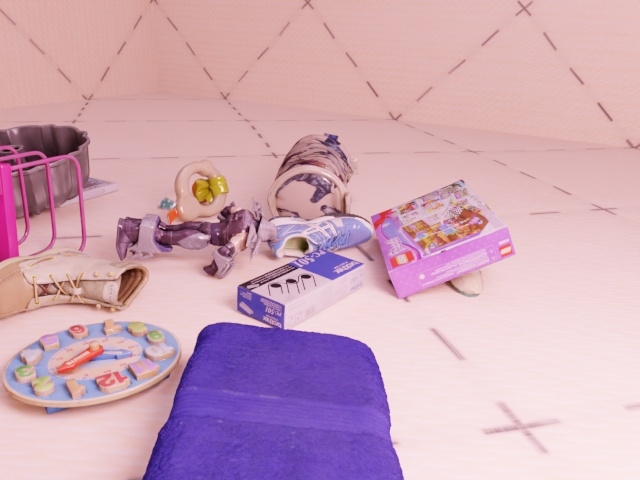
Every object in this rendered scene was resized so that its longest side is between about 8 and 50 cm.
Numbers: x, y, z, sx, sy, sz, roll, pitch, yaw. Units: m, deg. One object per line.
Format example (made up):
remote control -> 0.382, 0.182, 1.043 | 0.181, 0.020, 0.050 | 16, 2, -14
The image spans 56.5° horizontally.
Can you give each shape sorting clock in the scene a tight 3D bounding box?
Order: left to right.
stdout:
shape sorting clock -> -0.276, 0.143, 0.733 | 0.206, 0.040, 0.206 | 2, 20, -1

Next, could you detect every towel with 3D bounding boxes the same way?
towel -> -0.040, 0.190, 0.599 | 0.227, 0.076, 0.308 | 8, 19, -4

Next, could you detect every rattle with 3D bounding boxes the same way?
rattle -> -0.310, -0.087, 1.319 | 0.142, 0.130, 0.200 | 4, 44, 37

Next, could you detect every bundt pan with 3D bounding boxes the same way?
bundt pan -> -0.666, -0.145, 1.312 | 0.330, 0.124, 0.331 | -2, 29, 1

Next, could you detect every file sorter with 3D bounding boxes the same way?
file sorter -> -0.580, -0.059, 1.026 | 0.290, 0.202, 0.182 | 9, 18, 18

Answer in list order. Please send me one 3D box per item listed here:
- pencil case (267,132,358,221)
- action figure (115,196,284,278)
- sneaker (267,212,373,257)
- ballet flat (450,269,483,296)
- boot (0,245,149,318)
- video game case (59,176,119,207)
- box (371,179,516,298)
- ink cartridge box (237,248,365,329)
pencil case -> -0.007, -0.131, 1.332 | 0.183, 0.160, 0.410 | -11, 19, 7
action figure -> -0.206, -0.009, 1.060 | 0.284, 0.099, 0.185 | -1, 23, -2
sneaker -> 0.000, 0.000, 1.122 | 0.211, 0.080, 0.081 | -6, 37, -9
ballet flat -> 0.247, 0.041, 1.045 | 0.057, 0.053, 0.168 | 4, 20, -3
boot -> -0.373, 0.070, 0.874 | 0.165, 0.077, 0.213 | 10, 19, 16
video game case -> -0.634, -0.129, 1.458 | 0.201, 0.023, 0.183 | 12, 22, 25
box -> 0.205, -0.013, 1.077 | 0.200, 0.057, 0.293 | -21, 19, 7
ink cartridge box -> -0.026, 0.072, 0.942 | 0.097, 0.046, 0.207 | 18, 25, 34
